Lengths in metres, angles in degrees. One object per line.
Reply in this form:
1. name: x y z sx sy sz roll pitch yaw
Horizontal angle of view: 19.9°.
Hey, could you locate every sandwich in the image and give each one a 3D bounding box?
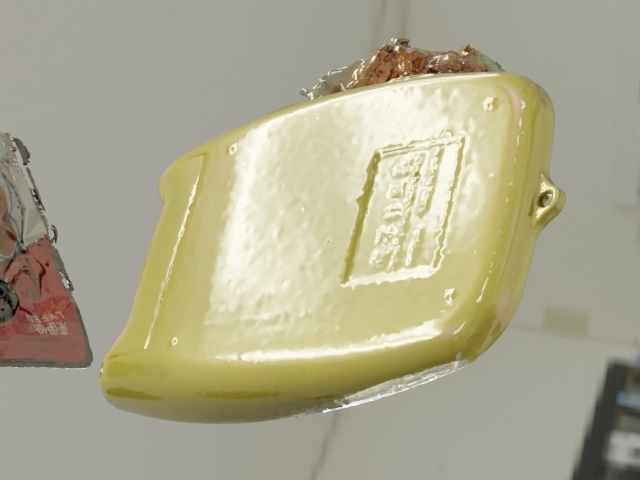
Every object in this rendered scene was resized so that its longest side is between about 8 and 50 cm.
1. sandwich: 0.083 -0.122 1.558 0.109 0.185 0.160 64 180 41

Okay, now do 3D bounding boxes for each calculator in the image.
1. calculator: 0.000 0.000 0.766 0.033 0.236 0.157 41 -129 -38

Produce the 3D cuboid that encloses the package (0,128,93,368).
1. package: -0.324 0.004 1.772 0.194 0.071 0.269 -3 -108 -46
